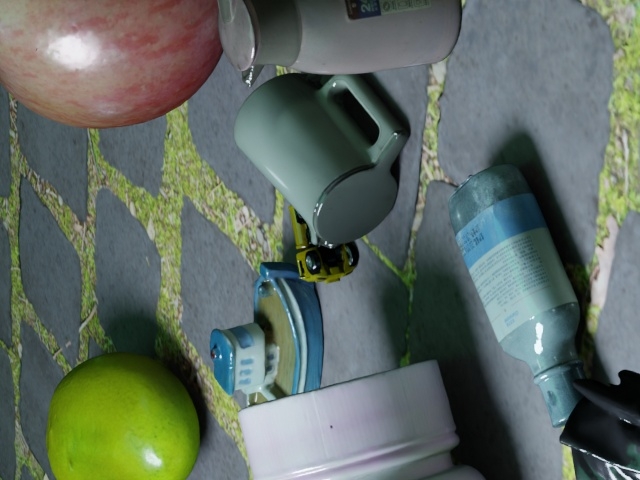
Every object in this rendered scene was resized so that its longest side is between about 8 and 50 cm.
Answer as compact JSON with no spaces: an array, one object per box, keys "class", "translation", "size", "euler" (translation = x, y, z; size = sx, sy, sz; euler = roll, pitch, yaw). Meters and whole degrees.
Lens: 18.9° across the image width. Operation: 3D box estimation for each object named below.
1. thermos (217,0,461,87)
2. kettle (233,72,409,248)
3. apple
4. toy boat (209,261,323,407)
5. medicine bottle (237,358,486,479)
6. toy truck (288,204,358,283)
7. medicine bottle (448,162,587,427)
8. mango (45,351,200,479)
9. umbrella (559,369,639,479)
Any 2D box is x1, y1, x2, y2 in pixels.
[{"class":"thermos","translation":[0.006,-0.201,1.581],"size":[0.105,0.193,0.137],"euler":[28,125,58]},{"class":"kettle","translation":[0.007,-0.082,1.763],"size":[0.148,0.127,0.098],"euler":[50,175,39]},{"class":"apple","translation":[-0.244,-0.278,1.955],"size":[0.345,0.269,0.345],"euler":[38,135,52]},{"class":"toy boat","translation":[-0.057,0.114,1.943],"size":[0.088,0.102,0.215],"euler":[44,138,45]},{"class":"medicine bottle","translation":[0.063,0.307,1.665],"size":[0.213,0.213,0.379],"euler":[-24,78,63]},{"class":"toy truck","translation":[0.000,0.000,1.840],"size":[0.054,0.049,0.083],"euler":[-12,89,65]},{"class":"medicine bottle","translation":[0.165,0.045,1.529],"size":[0.090,0.053,0.208],"euler":[-46,62,57]},{"class":"mango","translation":[-0.230,0.221,2.277],"size":[0.273,0.149,0.185],"euler":[-32,65,56]},{"class":"umbrella","translation":[0.293,0.137,1.286],"size":[0.340,0.118,0.118],"euler":[-9,93,58]}]
